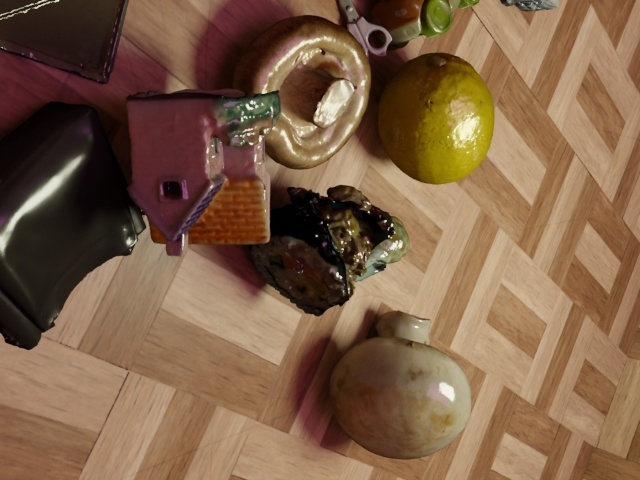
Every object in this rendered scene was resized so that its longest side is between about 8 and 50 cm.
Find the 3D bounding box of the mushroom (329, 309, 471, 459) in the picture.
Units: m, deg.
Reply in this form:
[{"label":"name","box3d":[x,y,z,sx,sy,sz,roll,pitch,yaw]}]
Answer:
[{"label":"mushroom","box3d":[0.172,0.293,1.758,0.290,0.297,0.297,-71,145,-42]}]

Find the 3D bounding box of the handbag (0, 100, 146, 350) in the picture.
[{"label":"handbag","box3d":[-0.376,-0.018,1.161,0.285,0.113,0.257,-54,141,-32]}]

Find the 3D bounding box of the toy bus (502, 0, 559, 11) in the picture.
[{"label":"toy bus","box3d":[0.417,-0.615,1.873,0.342,0.097,0.138,14,84,-48]}]

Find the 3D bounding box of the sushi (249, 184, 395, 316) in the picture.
[{"label":"sushi","box3d":[0.003,-0.004,1.506,0.219,0.238,0.225,-45,120,-22]}]

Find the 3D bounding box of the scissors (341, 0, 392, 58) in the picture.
[{"label":"scissors","box3d":[0.058,-0.414,1.569,0.100,0.015,0.189,-24,111,9]}]

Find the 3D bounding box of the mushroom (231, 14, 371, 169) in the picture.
[{"label":"mushroom","box3d":[-0.030,-0.249,1.450,0.278,0.146,0.278,-23,126,-35]}]

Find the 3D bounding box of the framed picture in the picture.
[{"label":"framed picture","box3d":[-0.375,-0.343,1.134,0.281,0.019,0.209,15,91,-49]}]

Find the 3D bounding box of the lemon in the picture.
[{"label":"lemon","box3d":[0.225,-0.236,1.667,0.236,0.236,0.263,-26,116,-41]}]

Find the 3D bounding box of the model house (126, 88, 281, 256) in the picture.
[{"label":"model house","box3d":[-0.161,-0.099,1.234,0.237,0.202,0.237,-94,-175,-79]}]

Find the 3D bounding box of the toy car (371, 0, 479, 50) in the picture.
[{"label":"toy car","box3d":[0.173,-0.501,1.620,0.235,0.145,0.235,3,86,-38]}]

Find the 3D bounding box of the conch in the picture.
[{"label":"conch","box3d":[0.115,0.010,1.721,0.173,0.106,0.116,-39,150,-11]}]
